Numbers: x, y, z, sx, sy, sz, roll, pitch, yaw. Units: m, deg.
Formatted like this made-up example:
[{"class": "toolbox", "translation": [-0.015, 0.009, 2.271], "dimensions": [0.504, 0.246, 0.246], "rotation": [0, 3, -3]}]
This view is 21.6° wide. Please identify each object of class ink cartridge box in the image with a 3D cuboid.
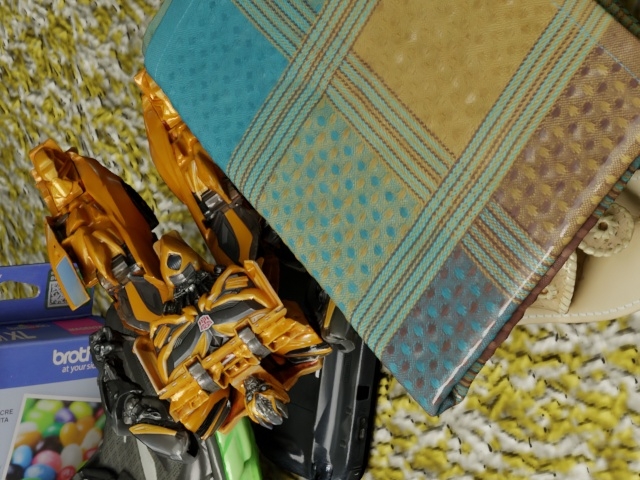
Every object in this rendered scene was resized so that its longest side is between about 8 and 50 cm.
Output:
[{"class": "ink cartridge box", "translation": [-0.267, 0.175, 1.433], "dimensions": [0.065, 0.185, 0.311], "rotation": [20, 107, 48]}]

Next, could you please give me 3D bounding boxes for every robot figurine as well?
[{"class": "robot figurine", "translation": [-0.097, 0.015, 1.187], "dimensions": [0.211, 0.085, 0.291], "rotation": [-36, 52, 5]}]

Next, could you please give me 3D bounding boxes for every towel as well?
[{"class": "towel", "translation": [0.041, -0.109, 1.073], "dimensions": [0.370, 0.040, 0.271], "rotation": [50, 117, 31]}]

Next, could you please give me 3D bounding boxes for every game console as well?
[{"class": "game console", "translation": [0.000, 0.000, 1.233], "dimensions": [0.213, 0.044, 0.361], "rotation": [20, 108, 47]}]

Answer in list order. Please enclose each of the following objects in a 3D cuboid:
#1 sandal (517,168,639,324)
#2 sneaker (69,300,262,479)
[{"class": "sandal", "translation": [0.130, 0.017, 1.063], "dimensions": [0.240, 0.079, 0.088], "rotation": [-19, 79, 47]}, {"class": "sneaker", "translation": [-0.159, 0.265, 1.290], "dimensions": [0.185, 0.202, 0.483], "rotation": [-143, 58, -70]}]
